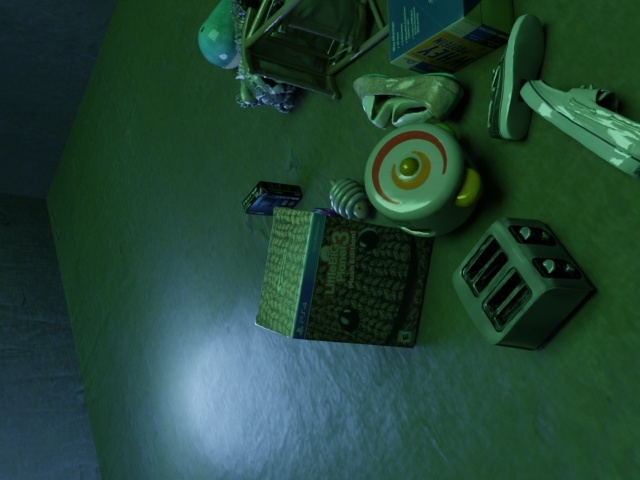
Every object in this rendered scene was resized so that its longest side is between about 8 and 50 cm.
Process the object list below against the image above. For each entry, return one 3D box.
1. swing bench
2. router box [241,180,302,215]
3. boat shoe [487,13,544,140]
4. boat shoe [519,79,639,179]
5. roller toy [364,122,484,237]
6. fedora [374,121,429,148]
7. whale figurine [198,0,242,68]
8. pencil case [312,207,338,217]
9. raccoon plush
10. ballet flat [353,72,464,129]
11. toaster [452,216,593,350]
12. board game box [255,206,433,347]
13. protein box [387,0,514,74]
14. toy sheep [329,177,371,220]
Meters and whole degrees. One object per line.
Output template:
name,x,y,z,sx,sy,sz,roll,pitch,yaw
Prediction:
swing bench,-0.018,-0.481,1.807,0.254,0.253,0.165,-46,46,39
router box,-0.120,-0.102,1.983,0.092,0.123,0.038,-46,52,41
boat shoe,0.333,-0.286,1.398,0.070,0.078,0.219,16,97,55
boat shoe,0.421,-0.197,1.234,0.088,0.096,0.267,-60,40,21
roller toy,0.186,-0.110,1.458,0.191,0.146,0.209,-34,60,15
fedora,0.160,-0.161,1.623,0.194,0.079,0.194,-18,67,52
whale figurine,-0.273,-0.643,2.325,0.216,0.141,0.271,12,91,57
pencil case,0.000,0.000,1.834,0.070,0.065,0.151,-163,83,-72
raccoon plush,-0.152,-0.519,2.123,0.446,0.216,0.299,-119,36,-66
ballet flat,0.154,-0.282,1.624,0.316,0.108,0.106,11,76,57
toaster,0.320,0.075,1.301,0.185,0.110,0.168,-57,40,32
board game box,0.048,0.074,1.541,0.141,0.291,0.232,11,92,56
protein box,0.242,-0.449,1.517,0.201,0.136,0.199,-22,65,52
toy sheep,0.061,-0.092,1.749,0.132,0.091,0.091,42,118,31
